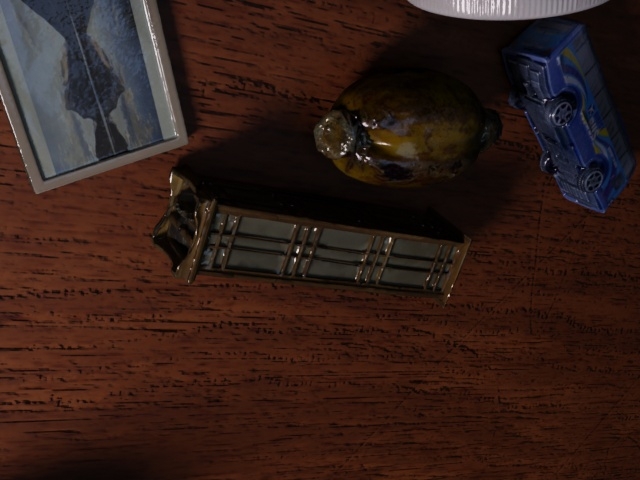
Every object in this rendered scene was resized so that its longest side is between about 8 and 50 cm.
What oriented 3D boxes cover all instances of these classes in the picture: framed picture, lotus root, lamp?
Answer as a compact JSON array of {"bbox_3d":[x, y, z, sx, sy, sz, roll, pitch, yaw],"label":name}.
[{"bbox_3d":[-0.202,-0.151,0.742,0.150,0.015,0.203,-20,124,-19],"label":"framed picture"},{"bbox_3d":[0.091,-0.112,0.868,0.209,0.120,0.120,-5,118,-28],"label":"lotus root"},{"bbox_3d":[0.000,0.000,0.892,0.325,0.089,0.090,7,113,-32],"label":"lamp"}]

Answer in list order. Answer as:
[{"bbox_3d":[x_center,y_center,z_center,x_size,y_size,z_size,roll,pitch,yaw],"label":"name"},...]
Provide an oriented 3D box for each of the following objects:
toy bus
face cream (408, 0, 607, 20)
[{"bbox_3d":[0.285,-0.137,0.981,0.094,0.079,0.236,-42,128,-5],"label":"toy bus"},{"bbox_3d":[0.164,-0.308,0.743,0.201,0.201,0.187,-18,124,-20],"label":"face cream"}]
